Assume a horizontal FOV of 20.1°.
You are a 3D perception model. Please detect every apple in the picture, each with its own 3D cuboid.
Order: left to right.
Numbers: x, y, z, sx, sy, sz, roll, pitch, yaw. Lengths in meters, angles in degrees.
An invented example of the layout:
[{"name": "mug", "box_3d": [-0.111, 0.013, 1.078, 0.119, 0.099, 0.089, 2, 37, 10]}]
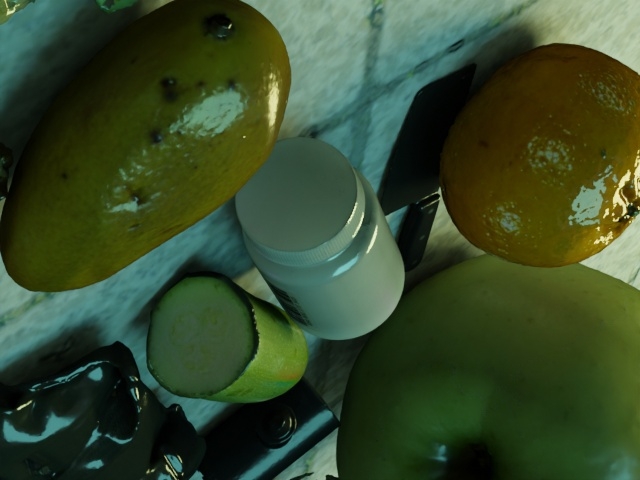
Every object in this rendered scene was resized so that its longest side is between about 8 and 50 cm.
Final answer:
[{"name": "apple", "box_3d": [0.195, 0.183, 1.672, 0.357, 0.357, 0.357, -35, 156, -18]}]

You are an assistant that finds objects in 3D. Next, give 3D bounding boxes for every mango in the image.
[{"name": "mango", "box_3d": [-0.105, -0.051, 1.068, 0.227, 0.109, 0.147, -47, 168, 23]}]

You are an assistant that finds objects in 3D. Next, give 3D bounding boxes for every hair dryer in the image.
[{"name": "hair dryer", "box_3d": [-0.052, 0.165, 1.514, 0.128, 0.070, 0.255, -39, 174, -4]}]

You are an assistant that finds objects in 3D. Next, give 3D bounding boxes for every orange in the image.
[{"name": "orange", "box_3d": [0.190, -0.065, 1.441, 0.193, 0.161, 0.193, -46, 165, -16]}]

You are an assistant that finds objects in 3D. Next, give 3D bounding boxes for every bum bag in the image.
[{"name": "bum bag", "box_3d": [-0.164, 0.161, 1.385, 0.142, 0.079, 0.326, -38, 158, -1]}]

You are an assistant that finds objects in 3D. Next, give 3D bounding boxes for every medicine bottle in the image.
[{"name": "medicine bottle", "box_3d": [0.000, 0.000, 1.334, 0.103, 0.103, 0.186, -40, 157, -5]}]

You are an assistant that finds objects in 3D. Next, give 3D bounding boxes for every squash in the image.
[{"name": "squash", "box_3d": [-0.059, 0.086, 1.403, 0.095, 0.095, 0.188, -45, 159, 6]}]

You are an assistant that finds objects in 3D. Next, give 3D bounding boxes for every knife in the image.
[{"name": "knife", "box_3d": [0.077, -0.048, 1.488, 0.072, 0.019, 0.245, -27, 149, -28]}]

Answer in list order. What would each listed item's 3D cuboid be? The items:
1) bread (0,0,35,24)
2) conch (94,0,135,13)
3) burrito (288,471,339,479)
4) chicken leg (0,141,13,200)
[{"name": "bread", "box_3d": [-0.157, -0.187, 0.736, 0.174, 0.121, 0.245, -1, 138, -46]}, {"name": "conch", "box_3d": [-0.033, -0.191, 0.903, 0.143, 0.137, 0.250, -33, 157, -22]}, {"name": "burrito", "box_3d": [-0.110, 0.355, 1.788, 0.348, 0.107, 0.175, -37, 172, -8]}, {"name": "chicken leg", "box_3d": [-0.231, -0.023, 0.962, 0.085, 0.101, 0.207, -49, 177, 25]}]
